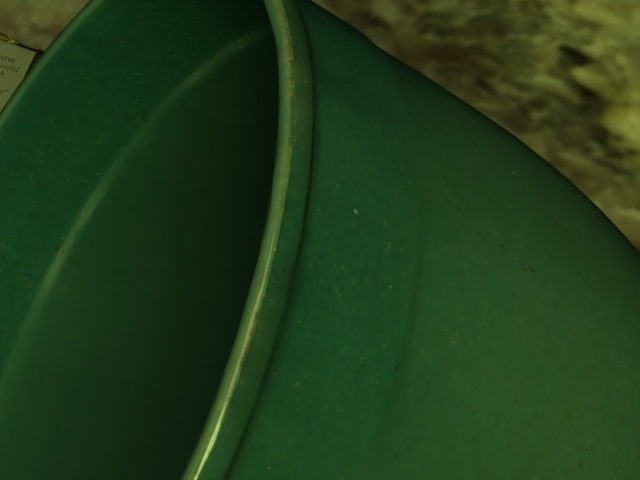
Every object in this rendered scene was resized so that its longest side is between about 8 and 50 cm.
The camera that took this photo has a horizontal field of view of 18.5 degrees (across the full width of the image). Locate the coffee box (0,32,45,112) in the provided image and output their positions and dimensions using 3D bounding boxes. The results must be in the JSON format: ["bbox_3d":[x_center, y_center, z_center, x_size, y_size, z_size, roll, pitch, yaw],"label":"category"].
[{"bbox_3d":[-0.178,0.046,0.784,0.098,0.141,0.246,19,64,14],"label":"coffee box"}]

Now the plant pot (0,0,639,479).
[{"bbox_3d":[0.013,0.080,0.642,0.255,0.271,0.271,25,56,-28],"label":"plant pot"}]
